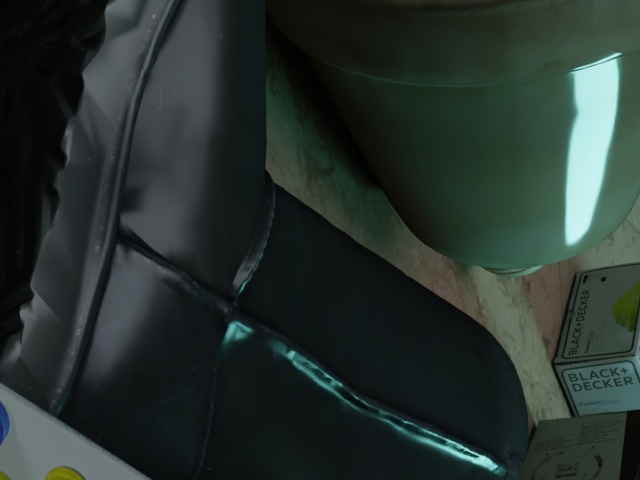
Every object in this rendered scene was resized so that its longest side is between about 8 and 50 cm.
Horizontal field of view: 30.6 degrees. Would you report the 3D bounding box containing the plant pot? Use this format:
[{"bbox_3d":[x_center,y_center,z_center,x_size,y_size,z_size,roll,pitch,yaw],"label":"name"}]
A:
[{"bbox_3d":[0.125,-0.142,0.818,0.280,0.323,0.323,77,23,-43],"label":"plant pot"}]

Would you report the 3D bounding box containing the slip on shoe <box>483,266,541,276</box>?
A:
[{"bbox_3d":[0.171,-0.133,1.050,0.101,0.123,0.331,38,53,-45],"label":"slip on shoe"}]

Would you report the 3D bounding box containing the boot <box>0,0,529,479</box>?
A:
[{"bbox_3d":[-0.001,0.002,0.643,0.445,0.146,0.367,34,65,-46],"label":"boot"}]

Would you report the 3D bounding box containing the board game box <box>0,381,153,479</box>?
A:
[{"bbox_3d":[-0.148,0.185,0.305,0.308,0.086,0.302,49,55,-49],"label":"board game box"}]

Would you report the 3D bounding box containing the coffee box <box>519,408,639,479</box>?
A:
[{"bbox_3d":[0.231,0.298,1.000,0.297,0.118,0.168,-51,124,-54],"label":"coffee box"}]

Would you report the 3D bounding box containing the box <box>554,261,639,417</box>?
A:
[{"bbox_3d":[0.354,0.188,1.288,0.290,0.087,0.169,64,32,-25],"label":"box"}]
